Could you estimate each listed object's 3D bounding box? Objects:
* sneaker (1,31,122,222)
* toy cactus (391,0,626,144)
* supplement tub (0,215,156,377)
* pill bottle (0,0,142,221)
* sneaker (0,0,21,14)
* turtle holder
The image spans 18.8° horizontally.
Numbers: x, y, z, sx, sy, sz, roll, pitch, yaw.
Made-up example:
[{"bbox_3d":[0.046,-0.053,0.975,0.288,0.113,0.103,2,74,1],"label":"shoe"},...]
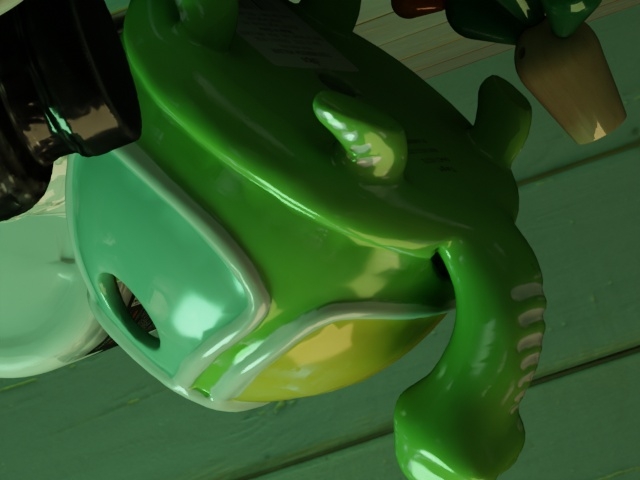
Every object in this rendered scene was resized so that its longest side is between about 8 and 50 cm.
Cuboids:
[{"bbox_3d":[-0.203,-0.056,1.235,0.305,0.114,0.152,-19,-179,-4],"label":"sneaker"},{"bbox_3d":[0.119,-0.142,1.100,0.112,0.180,0.219,-42,-162,-31],"label":"toy cactus"},{"bbox_3d":[-0.213,-0.004,1.655,0.207,0.207,0.338,-19,179,14],"label":"supplement tub"},{"bbox_3d":[-0.201,-0.054,0.902,0.219,0.122,0.123,-19,180,6],"label":"pill bottle"},{"bbox_3d":[-0.152,-0.108,0.723,0.152,0.053,0.061,-18,177,-39],"label":"sneaker"},{"bbox_3d":[-0.001,-0.009,1.135,0.227,0.320,0.243,-58,-179,23],"label":"turtle holder"}]
